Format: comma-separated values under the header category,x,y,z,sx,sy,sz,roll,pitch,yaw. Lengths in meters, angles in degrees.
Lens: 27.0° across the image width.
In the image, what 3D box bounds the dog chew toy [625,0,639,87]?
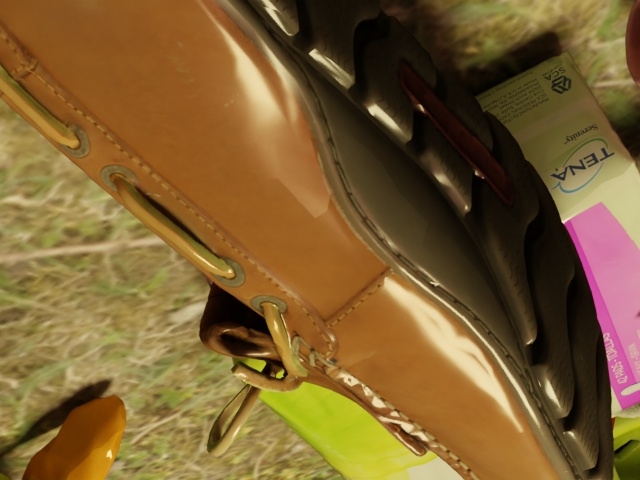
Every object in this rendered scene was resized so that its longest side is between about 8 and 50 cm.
category,x,y,z,sx,sy,sz,roll,pitch,yaw
dog chew toy,0.307,-0.092,0.618,0.332,0.206,0.206,-1,145,-7

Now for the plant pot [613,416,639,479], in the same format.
category,x,y,z,sx,sy,sz,roll,pitch,yaw
plant pot,0.328,0.269,1.154,0.227,0.228,0.207,-12,153,-19

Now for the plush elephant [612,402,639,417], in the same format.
category,x,y,z,sx,sy,sz,roll,pitch,yaw
plush elephant,0.342,0.140,0.883,0.255,0.330,0.272,-2,172,-26

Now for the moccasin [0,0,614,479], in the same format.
category,x,y,z,sx,sy,sz,roll,pitch,yaw
moccasin,0.000,0.002,0.536,0.147,0.139,0.380,-24,132,29

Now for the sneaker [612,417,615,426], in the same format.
category,x,y,z,sx,sy,sz,roll,pitch,yaw
sneaker,0.117,0.143,0.977,0.221,0.128,0.087,-25,115,-44

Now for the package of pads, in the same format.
category,x,y,z,sx,sy,sz,roll,pitch,yaw
package of pads,0.082,0.048,0.767,0.229,0.101,0.296,-28,148,7

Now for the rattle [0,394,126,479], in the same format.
category,x,y,z,sx,sy,sz,roll,pitch,yaw
rattle,-0.228,0.141,0.744,0.200,0.130,0.142,22,121,-15
